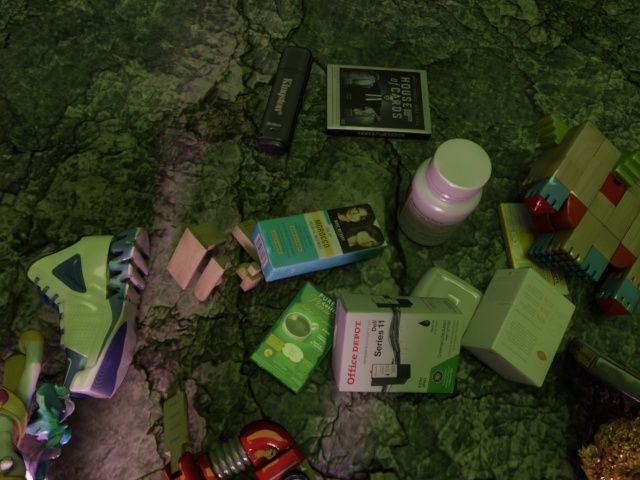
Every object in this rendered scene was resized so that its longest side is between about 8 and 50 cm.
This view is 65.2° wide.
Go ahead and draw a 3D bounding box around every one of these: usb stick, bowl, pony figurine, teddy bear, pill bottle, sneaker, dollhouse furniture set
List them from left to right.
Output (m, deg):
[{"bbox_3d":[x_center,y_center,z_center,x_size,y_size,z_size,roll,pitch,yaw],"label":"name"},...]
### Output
[{"bbox_3d":[-0.479,0.308,0.702,0.302,0.351,0.363,14,23,-38],"label":"pony figurine"},{"bbox_3d":[-0.425,0.118,0.889,0.182,0.127,0.316,3,61,0],"label":"sneaker"},{"bbox_3d":[-0.182,0.047,0.979,0.144,0.123,0.151,48,37,13],"label":"dollhouse furniture set"},{"bbox_3d":[-0.077,-0.322,1.124,0.077,0.045,0.278,13,68,0],"label":"usb stick"},{"bbox_3d":[0.234,-0.089,0.958,0.131,0.229,0.131,2,68,-4],"label":"pill bottle"},{"bbox_3d":[0.246,0.128,0.969,0.142,0.053,0.142,33,70,7],"label":"bowl"},{"bbox_3d":[0.576,0.440,0.787,0.113,0.245,0.338,-36,101,-46],"label":"teddy bear"}]

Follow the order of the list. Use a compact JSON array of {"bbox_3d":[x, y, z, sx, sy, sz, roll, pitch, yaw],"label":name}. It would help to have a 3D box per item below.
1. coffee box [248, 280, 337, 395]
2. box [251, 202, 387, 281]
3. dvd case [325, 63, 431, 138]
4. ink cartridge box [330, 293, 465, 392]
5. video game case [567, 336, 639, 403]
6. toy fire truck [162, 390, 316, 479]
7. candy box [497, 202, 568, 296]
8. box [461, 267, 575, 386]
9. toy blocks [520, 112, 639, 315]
[{"bbox_3d":[-0.034,0.180,0.930,0.113,0.040,0.184,34,70,8],"label":"coffee box"},{"bbox_3d":[0.000,0.000,0.961,0.244,0.060,0.101,-12,69,-25],"label":"box"},{"bbox_3d":[0.131,-0.319,1.150,0.238,0.030,0.180,2,69,-4],"label":"dvd case"},{"bbox_3d":[0.130,0.180,0.878,0.208,0.087,0.153,3,104,-7],"label":"ink cartridge box"},{"bbox_3d":[0.557,0.261,0.821,0.274,0.248,0.035,32,96,19],"label":"video game case"},{"bbox_3d":[-0.156,0.349,0.812,0.216,0.158,0.247,-29,84,-15],"label":"toy fire truck"},{"bbox_3d":[0.439,0.017,1.042,0.105,0.027,0.206,-1,69,-8],"label":"candy box"},{"bbox_3d":[0.362,0.156,0.919,0.130,0.091,0.171,38,73,-14],"label":"box"},{"bbox_3d":[0.525,-0.033,0.982,0.381,0.190,0.261,41,75,-9],"label":"toy blocks"}]
